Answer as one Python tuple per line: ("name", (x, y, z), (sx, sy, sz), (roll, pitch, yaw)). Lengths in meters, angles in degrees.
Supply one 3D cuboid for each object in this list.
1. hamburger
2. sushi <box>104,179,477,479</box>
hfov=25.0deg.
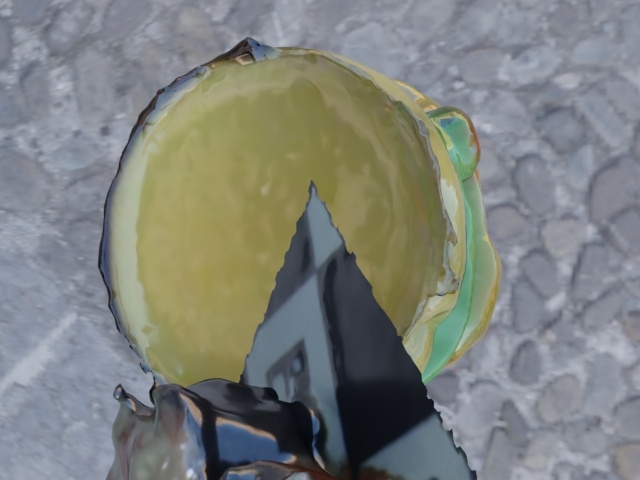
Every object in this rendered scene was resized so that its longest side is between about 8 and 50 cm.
("hamburger", (0.000, 0.000, 0.842), (0.149, 0.237, 0.237), (13, 84, -65))
("sushi", (-0.023, 0.179, 0.369), (0.059, 0.294, 0.292), (2, 127, -26))
